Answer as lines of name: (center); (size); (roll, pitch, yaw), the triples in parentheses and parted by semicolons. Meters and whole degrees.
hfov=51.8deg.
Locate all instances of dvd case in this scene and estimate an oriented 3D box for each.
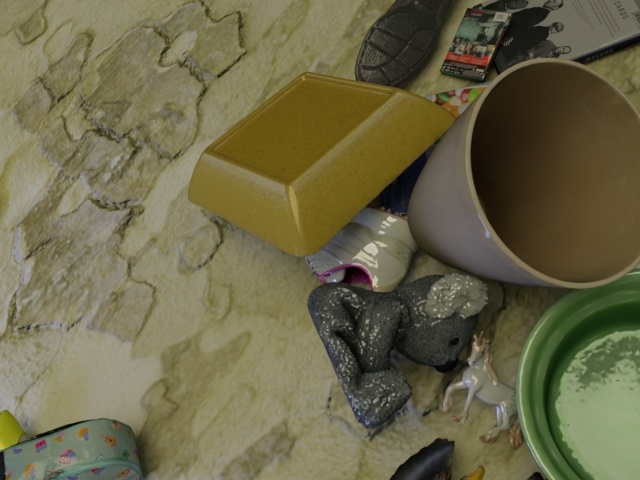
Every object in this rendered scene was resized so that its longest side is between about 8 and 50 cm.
dvd case: (0.260, -0.329, 1.103); (0.087, 0.013, 0.119); (23, 91, 40)
dvd case: (0.392, -0.360, 1.084); (0.239, 0.029, 0.179); (-18, 63, 12)

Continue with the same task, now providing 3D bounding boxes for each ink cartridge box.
ink cartridge box: (0.233, -0.151, 1.038); (0.311, 0.065, 0.186); (-11, 65, 17)

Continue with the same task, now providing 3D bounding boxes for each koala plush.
koala plush: (0.114, 0.116, 0.886); (0.221, 0.196, 0.203); (-25, 74, -2)

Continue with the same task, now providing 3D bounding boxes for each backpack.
backpack: (-0.364, 0.351, 0.981); (0.188, 0.166, 0.144); (-26, 56, -6)

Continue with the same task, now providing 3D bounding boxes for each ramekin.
ramekin: (0.393, 0.198, 0.783); (0.303, 0.148, 0.303); (-7, 66, 17)

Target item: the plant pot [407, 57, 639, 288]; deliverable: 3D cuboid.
plant pot: (0.227, -0.052, 0.834); (0.256, 0.274, 0.256); (3, 79, -18)

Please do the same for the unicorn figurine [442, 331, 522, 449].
unicorn figurine: (0.217, 0.199, 0.872); (0.111, 0.162, 0.060); (-54, 23, -5)

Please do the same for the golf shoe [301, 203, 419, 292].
golf shoe: (0.000, 0.000, 1.031); (0.306, 0.115, 0.140); (15, 77, 26)

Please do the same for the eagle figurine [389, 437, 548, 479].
eagle figurine: (0.138, 0.339, 0.739); (0.225, 0.298, 0.226); (-33, 66, 23)

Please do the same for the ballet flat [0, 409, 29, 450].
ballet flat: (-0.488, 0.390, 1.071); (0.077, 0.077, 0.231); (-5, 68, -5)

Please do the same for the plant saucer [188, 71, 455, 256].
plant saucer: (-0.022, -0.152, 1.016); (0.333, 0.081, 0.333); (-43, 41, -20)

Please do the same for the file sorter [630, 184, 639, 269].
file sorter: (0.520, -0.023, 0.817); (0.278, 0.173, 0.193); (5, 70, 22)

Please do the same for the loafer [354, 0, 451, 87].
loafer: (0.158, -0.378, 1.156); (0.109, 0.095, 0.302); (32, 85, -3)
